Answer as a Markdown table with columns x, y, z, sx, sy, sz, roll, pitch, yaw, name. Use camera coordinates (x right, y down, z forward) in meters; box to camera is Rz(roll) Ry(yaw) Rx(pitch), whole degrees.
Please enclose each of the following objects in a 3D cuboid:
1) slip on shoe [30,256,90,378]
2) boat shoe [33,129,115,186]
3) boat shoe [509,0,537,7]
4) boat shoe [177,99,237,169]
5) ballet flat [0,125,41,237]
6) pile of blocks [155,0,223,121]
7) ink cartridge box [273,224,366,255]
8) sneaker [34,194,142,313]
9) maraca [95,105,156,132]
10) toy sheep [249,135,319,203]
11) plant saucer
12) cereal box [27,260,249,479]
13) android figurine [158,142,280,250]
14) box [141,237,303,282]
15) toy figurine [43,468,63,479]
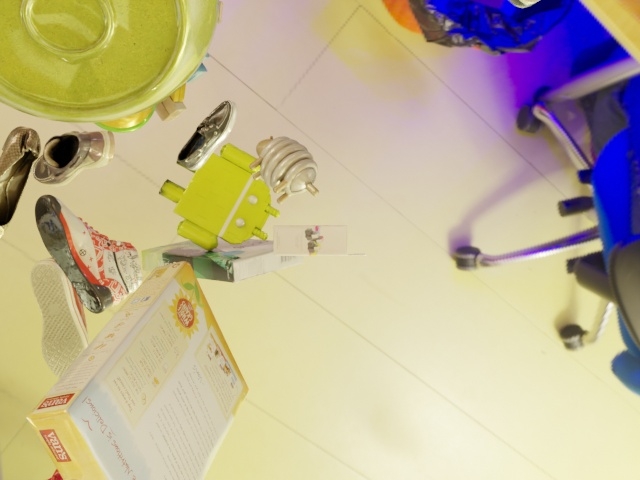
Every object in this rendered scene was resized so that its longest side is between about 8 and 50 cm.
| x | y | z | sx | sy | sz | roll | pitch | yaw | name |
| --- | --- | --- | --- | --- | --- | --- | --- | --- | --- |
| -0.621 | 0.192 | 1.801 | 0.123 | 0.101 | 0.331 | -4 | 107 | 7 | slip on shoe |
| -0.562 | -0.187 | 1.618 | 0.092 | 0.285 | 0.103 | 10 | 76 | -48 | boat shoe |
| 0.275 | -0.482 | 1.220 | 0.095 | 0.079 | 0.254 | -31 | 82 | -27 | boat shoe |
| -0.196 | -0.184 | 1.277 | 0.142 | 0.049 | 0.040 | -55 | 148 | 9 | boat shoe |
| -0.596 | -0.098 | 1.407 | 0.084 | 0.058 | 0.250 | 21 | 96 | -61 | ballet flat |
| -0.272 | -0.398 | 1.359 | 0.149 | 0.112 | 0.362 | 9 | 105 | 17 | pile of blocks |
| 0.000 | 0.000 | 1.471 | 0.181 | 0.104 | 0.061 | 0 | 90 | 0 | ink cartridge box |
| -0.484 | 0.011 | 1.566 | 0.090 | 0.145 | 0.270 | -25 | 96 | 37 | sneaker |
| -0.342 | -0.268 | 1.270 | 0.127 | 0.099 | 0.185 | 11 | 66 | -18 | maraca |
| -0.050 | -0.107 | 1.109 | 0.091 | 0.091 | 0.132 | -46 | 69 | 3 | toy sheep |
| -0.200 | -0.184 | 0.587 | 0.241 | 0.037 | 0.241 | -8 | 135 | -8 | plant saucer |
| -0.153 | 0.150 | 0.688 | 0.047 | 0.240 | 0.173 | -11 | 113 | 21 | cereal box |
| -0.229 | -0.097 | 1.727 | 0.273 | 0.056 | 0.248 | 31 | 83 | -5 | android figurine |
| -0.236 | 0.039 | 1.760 | 0.232 | 0.322 | 0.058 | -14 | 103 | -50 | box |
| -0.373 | 0.362 | 1.125 | 0.130 | 0.173 | 0.159 | 25 | 95 | -5 | toy figurine |
